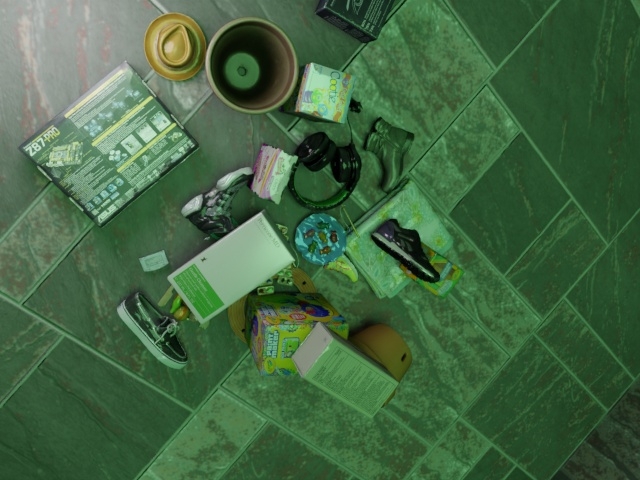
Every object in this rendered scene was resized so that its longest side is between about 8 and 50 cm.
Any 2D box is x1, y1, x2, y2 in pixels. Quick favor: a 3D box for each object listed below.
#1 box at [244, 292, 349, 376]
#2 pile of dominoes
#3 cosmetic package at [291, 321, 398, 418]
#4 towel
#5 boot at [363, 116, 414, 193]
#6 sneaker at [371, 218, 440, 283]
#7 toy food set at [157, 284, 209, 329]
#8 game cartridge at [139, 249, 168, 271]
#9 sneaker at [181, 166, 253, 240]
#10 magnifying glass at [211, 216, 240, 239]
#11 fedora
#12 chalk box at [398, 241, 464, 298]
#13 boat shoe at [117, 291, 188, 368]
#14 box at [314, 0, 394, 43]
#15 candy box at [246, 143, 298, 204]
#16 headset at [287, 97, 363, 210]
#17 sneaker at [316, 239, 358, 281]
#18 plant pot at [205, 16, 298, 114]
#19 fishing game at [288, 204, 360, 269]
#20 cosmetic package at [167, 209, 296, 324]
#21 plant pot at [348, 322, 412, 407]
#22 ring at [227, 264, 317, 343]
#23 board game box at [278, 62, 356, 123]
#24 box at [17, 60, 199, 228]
[{"bbox_3d":[-0.091,0.308,1.649,0.279,0.290,0.177,2,103,-20],"label":"box"},{"bbox_3d":[-0.193,0.062,1.686,0.196,0.040,0.251,-8,105,-14],"label":"pile of dominoes"},{"bbox_3d":[0.077,0.401,1.504,0.296,0.129,0.153,39,90,-25],"label":"cosmetic package"},{"bbox_3d":[0.287,0.004,1.838,0.374,0.090,0.320,-41,114,-5],"label":"towel"},{"bbox_3d":[0.221,-0.304,1.748,0.161,0.083,0.246,18,92,-15],"label":"boot"},{"bbox_3d":[0.317,0.025,1.682,0.124,0.283,0.107,-46,156,-8],"label":"sneaker"},{"bbox_3d":[-0.445,0.224,1.677,0.192,0.038,0.132,34,92,-23],"label":"toy food set"},{"bbox_3d":[-0.550,0.070,1.614,0.083,0.017,0.056,-19,106,-13],"label":"game cartridge"},{"bbox_3d":[-0.304,-0.115,1.586,0.269,0.101,0.153,-35,96,-1],"label":"sneaker"},{"bbox_3d":[-0.276,-0.023,1.676,0.231,0.026,0.092,22,96,-23],"label":"magnifying glass"},{"bbox_3d":[-0.429,-0.578,1.446,0.194,0.079,0.194,-5,105,-18],"label":"fedora"},{"bbox_3d":[0.424,0.118,1.798,0.213,0.132,0.132,30,99,-28],"label":"chalk box"},{"bbox_3d":[-0.532,0.299,1.629,0.105,0.113,0.306,-35,104,8],"label":"boat shoe"},{"bbox_3d":[0.110,-0.757,1.563,0.207,0.108,0.153,23,96,-22],"label":"box"},{"bbox_3d":[-0.159,-0.217,1.550,0.071,0.233,0.159,20,97,-23],"label":"candy box"},{"bbox_3d":[0.032,-0.295,1.670,0.243,0.185,0.394,18,113,-26],"label":"headset"},{"bbox_3d":[0.057,0.083,1.791,0.094,0.081,0.208,-42,102,-4],"label":"sneaker"},{"bbox_3d":[-0.219,-0.508,1.454,0.263,0.229,0.263,-5,105,-18],"label":"plant pot"},{"bbox_3d":[0.000,0.000,1.716,0.264,0.041,0.189,-23,97,7],"label":"fishing game"},{"bbox_3d":[-0.279,0.080,1.587,0.365,0.155,0.197,-36,96,4],"label":"cosmetic package"},{"bbox_3d":[0.207,0.452,1.846,0.203,0.291,0.291,-35,113,-26],"label":"plant pot"},{"bbox_3d":[-0.171,0.238,1.778,0.337,0.032,0.336,-5,105,-18],"label":"ring"},{"bbox_3d":[-0.019,-0.451,1.511,0.142,0.275,0.144,11,100,-21],"label":"board game box"},{"bbox_3d":[-0.617,-0.281,1.455,0.395,0.097,0.318,-42,115,-4],"label":"box"}]
